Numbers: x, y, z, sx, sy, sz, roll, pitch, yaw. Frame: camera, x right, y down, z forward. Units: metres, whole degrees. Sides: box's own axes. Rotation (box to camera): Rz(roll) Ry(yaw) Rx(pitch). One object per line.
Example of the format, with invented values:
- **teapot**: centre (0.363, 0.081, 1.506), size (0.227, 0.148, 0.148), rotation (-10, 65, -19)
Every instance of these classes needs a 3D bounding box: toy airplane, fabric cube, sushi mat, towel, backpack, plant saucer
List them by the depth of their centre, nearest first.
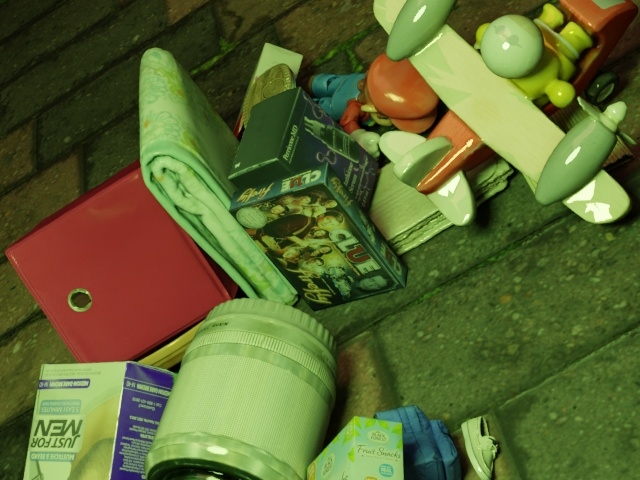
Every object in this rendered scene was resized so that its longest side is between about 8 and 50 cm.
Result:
- **backpack**: centre (0.118, 0.270, 1.581), size (0.101, 0.098, 0.120), rotation (-11, 35, -12)
- **toy airplane**: centre (0.249, -0.211, 1.761), size (0.386, 0.272, 0.385), rotation (3, 68, 10)
- **sushi mat**: centre (0.352, -0.178, 1.917), size (0.151, 0.019, 0.317), rotation (-30, 37, 9)
- **towel**: centre (0.159, -0.079, 1.960), size (0.282, 0.049, 0.187), rotation (-31, 35, 12)
- **towel**: centre (-0.168, -0.089, 1.979), size (0.090, 0.374, 0.321), rotation (-30, 35, 9)
- **plant saucer**: centre (-0.225, 0.162, 1.979), size (0.200, 0.037, 0.200), rotation (-31, 7, 4)
- **fabric cube**: centre (-0.298, 0.028, 2.001), size (0.258, 0.254, 0.259), rotation (-30, 10, 9)

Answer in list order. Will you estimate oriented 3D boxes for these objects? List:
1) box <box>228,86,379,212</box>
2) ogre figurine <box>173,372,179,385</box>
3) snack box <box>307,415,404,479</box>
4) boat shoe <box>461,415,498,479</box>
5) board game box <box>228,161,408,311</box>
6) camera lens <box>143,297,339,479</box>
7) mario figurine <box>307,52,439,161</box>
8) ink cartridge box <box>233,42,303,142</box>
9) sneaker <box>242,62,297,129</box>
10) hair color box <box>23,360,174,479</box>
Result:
- **box**: centre (-0.023, -0.108, 1.937), size (0.108, 0.207, 0.153), rotation (-18, 44, 39)
- **ogre figurine**: centre (-0.183, 0.222, 1.882), size (0.118, 0.097, 0.197), rotation (-12, 2, 27)
- **snack box**: centre (0.039, 0.338, 1.486), size (0.174, 0.070, 0.207), rotation (123, 154, -52)
- **boat shoe**: centre (0.204, 0.259, 1.567), size (0.035, 0.035, 0.100), rotation (-31, 30, 15)
- **board game box**: centre (0.000, 0.000, 1.843), size (0.165, 0.243, 0.042), rotation (-17, 42, 28)
- **camera lens**: centre (-0.100, 0.244, 1.688), size (0.219, 0.219, 0.274), rotation (-11, 44, 32)
- **mario figurine**: centre (0.093, -0.218, 2.141), size (0.320, 0.170, 0.198), rotation (2, 88, 55)
- **ink cartridge box**: centre (-0.106, -0.230, 2.273), size (0.134, 0.078, 0.231), rotation (118, 169, -50)
- **sneaker**: centre (-0.049, -0.162, 2.127), size (0.099, 0.153, 0.282), rotation (-25, 45, 26)
- **hair color box**: centre (-0.325, 0.345, 1.770), size (0.185, 0.110, 0.339), rotation (-7, 72, 37)
